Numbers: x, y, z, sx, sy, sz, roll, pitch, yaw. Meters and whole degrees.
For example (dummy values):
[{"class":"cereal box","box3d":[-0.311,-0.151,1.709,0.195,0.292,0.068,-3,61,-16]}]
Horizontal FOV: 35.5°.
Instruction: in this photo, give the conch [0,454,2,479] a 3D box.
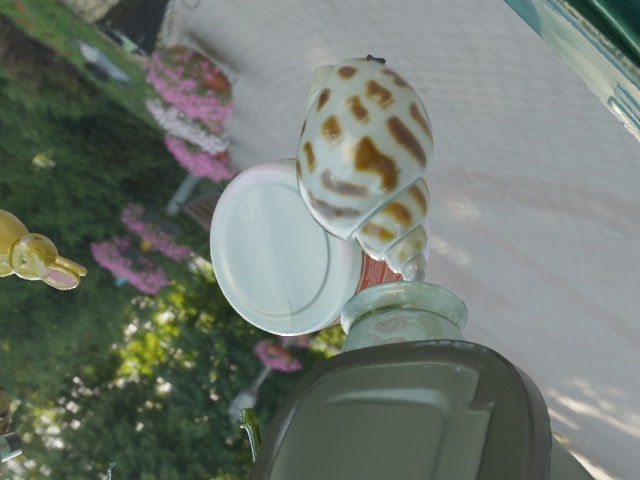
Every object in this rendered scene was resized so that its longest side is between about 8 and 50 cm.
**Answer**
[{"class":"conch","box3d":[-0.477,0.266,1.179,0.159,0.210,0.291,37,134,16]}]

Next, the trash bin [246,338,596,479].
[{"class":"trash bin","box3d":[0.084,0.210,0.572,0.219,0.220,0.250,-7,145,46]}]

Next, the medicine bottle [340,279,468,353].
[{"class":"medicine bottle","box3d":[0.091,0.134,1.073,0.147,0.143,0.147,1,140,1]}]

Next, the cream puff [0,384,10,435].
[{"class":"cream puff","box3d":[-0.594,0.310,1.707,0.084,0.149,0.149,10,168,12]}]

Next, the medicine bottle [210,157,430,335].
[{"class":"medicine bottle","box3d":[0.000,0.000,1.488,0.252,0.253,0.240,30,-158,28]}]

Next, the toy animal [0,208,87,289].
[{"class":"toy animal","box3d":[-0.344,0.011,1.168,0.159,0.083,0.070,17,163,19]}]

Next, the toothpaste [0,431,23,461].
[{"class":"toothpaste","box3d":[-0.521,0.318,1.398,0.239,0.062,0.039,-13,-105,-56]}]

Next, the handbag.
[{"class":"handbag","box3d":[0.227,-0.196,0.815,0.274,0.100,0.268,49,-167,10]}]

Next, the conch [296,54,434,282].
[{"class":"conch","box3d":[0.063,-0.081,1.219,0.149,0.182,0.275,-99,-15,-69]}]

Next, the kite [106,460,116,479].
[{"class":"kite","box3d":[-0.358,0.459,1.571,0.009,0.232,0.189,17,140,-9]}]

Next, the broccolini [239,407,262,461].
[{"class":"broccolini","box3d":[-0.044,0.243,0.939,0.054,0.052,0.194,6,-143,-41]}]
